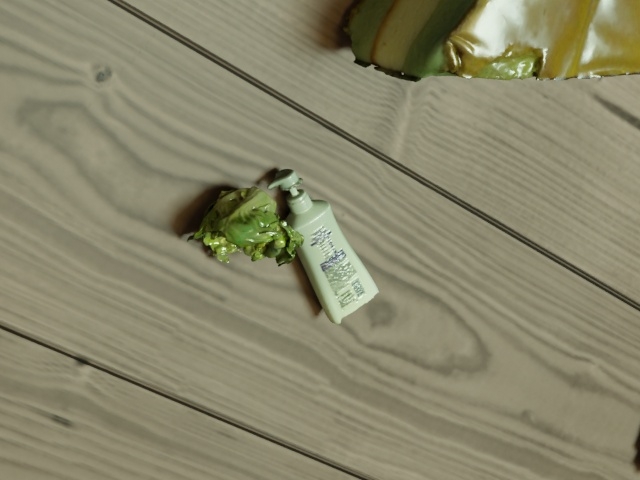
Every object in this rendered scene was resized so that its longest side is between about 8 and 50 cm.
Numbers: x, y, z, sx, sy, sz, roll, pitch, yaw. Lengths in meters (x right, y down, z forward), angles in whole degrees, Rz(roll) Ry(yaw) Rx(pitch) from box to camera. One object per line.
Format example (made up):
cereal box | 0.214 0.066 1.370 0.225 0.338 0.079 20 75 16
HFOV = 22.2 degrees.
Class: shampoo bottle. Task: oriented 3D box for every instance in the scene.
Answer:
shampoo bottle | 0.000 0.000 1.310 0.049 0.034 0.141 -33 120 -10

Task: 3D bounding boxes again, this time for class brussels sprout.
brussels sprout | -0.051 -0.010 1.255 0.085 0.085 0.058 34 70 -35

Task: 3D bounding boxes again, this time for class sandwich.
sandwich | 0.149 -0.231 1.253 0.227 0.155 0.198 -7 108 -30
